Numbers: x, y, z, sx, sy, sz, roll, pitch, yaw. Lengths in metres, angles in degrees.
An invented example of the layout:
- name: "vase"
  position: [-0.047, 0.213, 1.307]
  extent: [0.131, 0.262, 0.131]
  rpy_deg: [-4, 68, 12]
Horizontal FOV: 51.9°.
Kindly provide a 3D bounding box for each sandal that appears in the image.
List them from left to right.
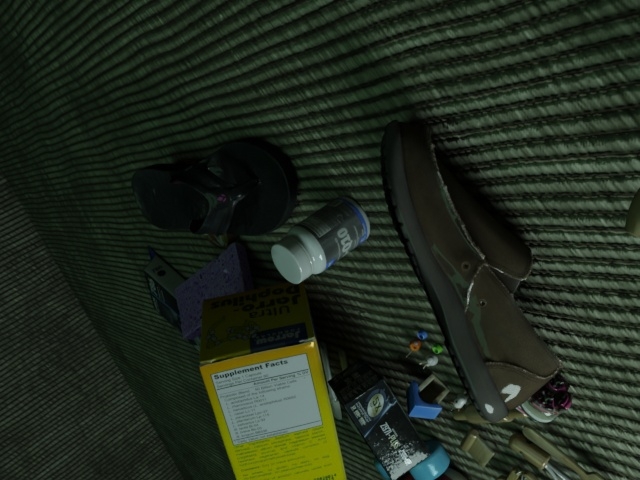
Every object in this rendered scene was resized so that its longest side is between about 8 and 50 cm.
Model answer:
- name: "sandal"
  position: [-0.214, -0.068, 1.171]
  extent: [0.445, 0.107, 0.168]
  rpy_deg: [-5, 113, 44]

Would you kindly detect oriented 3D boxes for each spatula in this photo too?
- name: "spatula"
  position: [0.014, 0.286, 1.329]
  extent: [0.168, 0.019, 0.242]
  rpy_deg: [25, 139, 42]

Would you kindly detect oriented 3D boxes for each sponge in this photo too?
- name: "sponge"
  position: [-0.218, 0.106, 1.330]
  extent: [0.210, 0.031, 0.117]
  rpy_deg: [-35, 56, 32]

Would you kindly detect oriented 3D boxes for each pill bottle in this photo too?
- name: "pill bottle"
  position: [0.000, 0.000, 0.950]
  extent: [0.078, 0.137, 0.078]
  rpy_deg: [35, 145, 30]

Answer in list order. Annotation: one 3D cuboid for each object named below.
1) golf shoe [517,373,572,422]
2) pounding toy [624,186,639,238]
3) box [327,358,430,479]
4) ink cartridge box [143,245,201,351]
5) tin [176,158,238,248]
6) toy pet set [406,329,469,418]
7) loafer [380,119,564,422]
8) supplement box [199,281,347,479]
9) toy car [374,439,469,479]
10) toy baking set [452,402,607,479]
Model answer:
- name: "golf shoe"
  position: [0.230, 0.166, 0.858]
  extent: [0.186, 0.067, 0.086]
  rpy_deg: [44, 150, 18]
- name: "pounding toy"
  position: [0.375, -0.033, 0.458]
  extent: [0.269, 0.155, 0.154]
  rpy_deg: [23, 109, 29]
- name: "box"
  position: [0.093, 0.294, 1.106]
  extent: [0.147, 0.077, 0.180]
  rpy_deg: [57, 173, -4]
- name: "ink cartridge box"
  position: [-0.364, 0.165, 1.705]
  extent: [0.332, 0.065, 0.165]
  rpy_deg: [36, 145, 31]
- name: "tin"
  position: [-0.226, -0.072, 1.301]
  extent: [0.190, 0.040, 0.106]
  rpy_deg: [62, 153, -9]
- name: "toy pet set"
  position: [0.163, 0.221, 1.007]
  extent: [0.122, 0.065, 0.114]
  rpy_deg: [43, 148, 20]
- name: "loafer"
  position: [0.175, 0.021, 0.772]
  extent: [0.134, 0.130, 0.366]
  rpy_deg: [-67, -46, -84]
- name: "supplement box"
  position: [-0.082, 0.282, 1.198]
  extent: [0.195, 0.194, 0.357]
  rpy_deg: [-106, 5, -61]
- name: "toy car"
  position: [0.151, 0.507, 1.134]
  extent: [0.219, 0.238, 0.210]
  rpy_deg: [56, 150, -2]
- name: "toy baking set"
  position: [0.301, 0.308, 0.940]
  extent: [0.197, 0.030, 0.256]
  rpy_deg: [51, 150, 1]
